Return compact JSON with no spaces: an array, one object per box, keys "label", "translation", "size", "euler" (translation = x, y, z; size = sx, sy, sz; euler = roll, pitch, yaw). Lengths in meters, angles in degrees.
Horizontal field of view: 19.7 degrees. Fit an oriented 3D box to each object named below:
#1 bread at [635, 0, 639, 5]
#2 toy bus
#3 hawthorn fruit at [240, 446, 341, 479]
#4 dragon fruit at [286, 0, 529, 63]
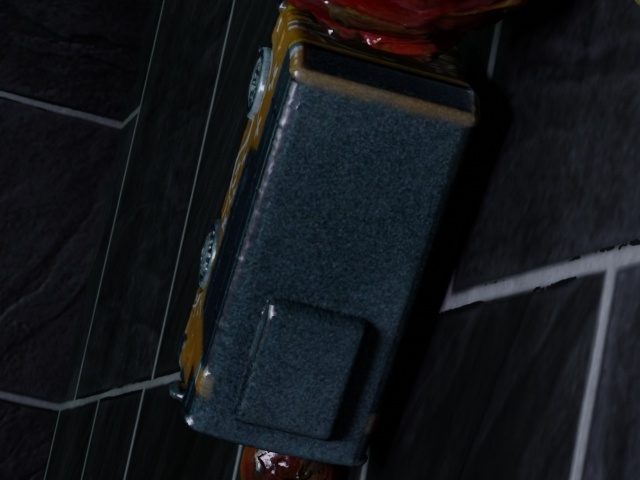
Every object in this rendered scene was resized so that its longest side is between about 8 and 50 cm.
[{"label":"bread","translation":[0.149,-0.244,0.717],"size":[0.300,0.210,0.341],"euler":[-123,37,-76]},{"label":"toy bus","translation":[0.000,0.000,1.200],"size":[0.167,0.138,0.275],"euler":[-102,28,-68]},{"label":"hawthorn fruit","translation":[-0.019,0.155,1.277],"size":[0.077,0.077,0.077],"euler":[-166,90,-75]},{"label":"dragon fruit","translation":[0.054,-0.231,1.079],"size":[0.252,0.241,0.241],"euler":[-21,55,58]}]
